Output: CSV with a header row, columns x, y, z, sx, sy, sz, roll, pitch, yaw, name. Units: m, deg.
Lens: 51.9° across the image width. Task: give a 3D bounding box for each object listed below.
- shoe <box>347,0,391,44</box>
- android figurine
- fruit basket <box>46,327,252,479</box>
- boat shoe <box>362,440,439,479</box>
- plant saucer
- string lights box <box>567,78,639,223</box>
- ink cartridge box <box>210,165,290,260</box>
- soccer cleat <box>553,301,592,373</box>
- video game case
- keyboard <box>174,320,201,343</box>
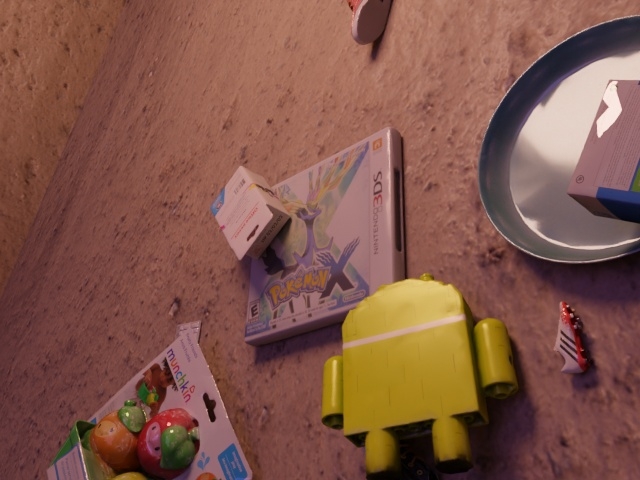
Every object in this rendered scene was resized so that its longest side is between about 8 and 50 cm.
x,y,z,sx,sy,sz,roll,pitch,yaw,name
0.081,-0.433,1.222,0.081,0.063,0.178,0,65,50,shoe
0.112,0.156,0.816,0.248,0.056,0.272,-19,45,20,android figurine
-0.307,0.370,1.126,0.353,0.165,0.327,-44,49,13,fruit basket
0.103,0.276,0.814,0.083,0.065,0.183,-21,57,30,boat shoe
0.334,-0.117,0.780,0.318,0.044,0.317,-25,54,39,plant saucer
0.382,-0.072,0.608,0.260,0.077,0.133,19,86,49,string lights box
-0.122,-0.042,1.173,0.104,0.062,0.181,-52,40,15,ink cartridge box
0.275,0.108,0.734,0.036,0.029,0.083,-27,56,32,soccer cleat
0.000,0.000,1.093,0.329,0.036,0.299,-23,54,40,video game case
-0.270,0.280,1.260,0.072,0.014,0.256,-19,57,41,keyboard
